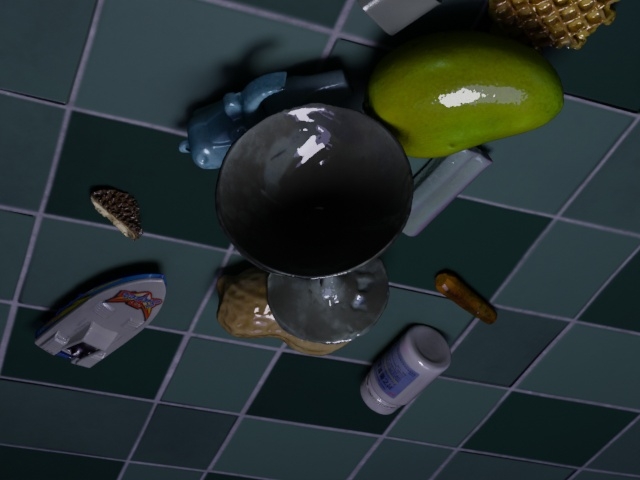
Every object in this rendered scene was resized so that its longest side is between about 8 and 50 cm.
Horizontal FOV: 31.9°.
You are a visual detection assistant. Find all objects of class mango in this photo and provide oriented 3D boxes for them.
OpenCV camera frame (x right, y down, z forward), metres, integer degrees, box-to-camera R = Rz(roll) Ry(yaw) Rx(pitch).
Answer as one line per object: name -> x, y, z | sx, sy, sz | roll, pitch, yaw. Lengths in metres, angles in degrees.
mango -> 0.187, -0.208, 1.541 | 0.273, 0.149, 0.185 | -14, 140, 30

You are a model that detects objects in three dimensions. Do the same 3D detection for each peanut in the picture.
peanut -> -0.032, 0.118, 1.914 | 0.291, 0.159, 0.143 | -2, 159, -3

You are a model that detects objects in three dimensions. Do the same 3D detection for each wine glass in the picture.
wine glass -> 0.000, 0.000, 1.664 | 0.267, 0.267, 0.406 | -4, 159, 1

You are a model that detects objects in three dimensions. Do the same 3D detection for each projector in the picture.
projector -> 0.100, -0.330, 1.453 | 0.082, 0.083, 0.083 | -30, 134, 28

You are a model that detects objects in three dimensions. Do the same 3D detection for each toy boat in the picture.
toy boat -> -0.370, 0.131, 1.962 | 0.295, 0.088, 0.129 | -34, 132, 31

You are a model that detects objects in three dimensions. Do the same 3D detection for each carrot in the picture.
carrot -> 0.265, 0.106, 2.016 | 0.042, 0.042, 0.171 | -30, 134, 28

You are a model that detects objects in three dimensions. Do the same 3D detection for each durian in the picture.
durian -> -0.321, -0.035, 1.798 | 0.066, 0.052, 0.130 | -16, 139, 18

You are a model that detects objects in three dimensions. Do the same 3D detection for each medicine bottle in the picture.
medicine bottle -> 0.159, 0.249, 2.131 | 0.103, 0.102, 0.186 | 18, 136, -24

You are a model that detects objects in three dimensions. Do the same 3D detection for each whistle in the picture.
whistle -> -0.083, -0.179, 1.617 | 0.274, 0.093, 0.186 | -20, 153, 15

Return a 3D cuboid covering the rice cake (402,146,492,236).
rice cake -> 0.183, -0.082, 1.788 | 0.080, 0.042, 0.222 | 21, 133, -25

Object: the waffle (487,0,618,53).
waffle -> 0.316, -0.322, 1.514 | 0.191, 0.038, 0.191 | -1, 140, -1
